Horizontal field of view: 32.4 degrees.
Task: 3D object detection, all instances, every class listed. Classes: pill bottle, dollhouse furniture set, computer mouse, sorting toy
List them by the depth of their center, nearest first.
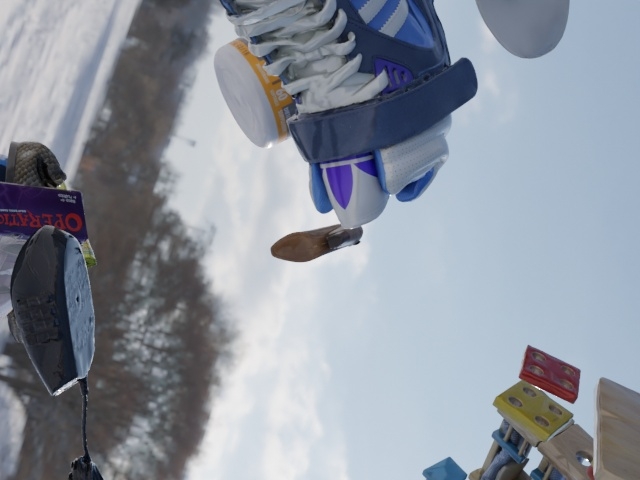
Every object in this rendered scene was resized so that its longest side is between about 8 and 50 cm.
[{"bbox_3d":[-0.172,0.107,0.737,0.071,0.041,0.242,-87,172,-76],"label":"computer mouse"},{"bbox_3d":[0.249,0.172,0.811,0.132,0.274,0.046,-60,174,-64],"label":"sorting toy"},{"bbox_3d":[0.201,0.274,1.199,0.129,0.183,0.129,44,-44,33],"label":"dollhouse furniture set"},{"bbox_3d":[-0.001,-0.261,1.598,0.278,0.162,0.162,-29,-175,-14],"label":"pill bottle"}]

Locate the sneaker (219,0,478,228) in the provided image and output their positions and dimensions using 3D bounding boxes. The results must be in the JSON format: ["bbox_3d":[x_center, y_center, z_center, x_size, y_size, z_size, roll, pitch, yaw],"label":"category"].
[{"bbox_3d":[0.009,-0.132,0.858,0.130,0.323,0.236,-10,-101,30],"label":"sneaker"}]

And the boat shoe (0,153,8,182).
[{"bbox_3d":[-0.497,-0.059,1.317,0.109,0.258,0.089,-72,164,-79],"label":"boat shoe"}]

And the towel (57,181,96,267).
[{"bbox_3d":[-0.366,-0.024,1.444,0.237,0.102,0.021,-127,-139,-53],"label":"towel"}]

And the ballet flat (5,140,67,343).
[{"bbox_3d":[-0.294,0.007,1.141,0.084,0.058,0.250,-102,-162,-55],"label":"ballet flat"}]

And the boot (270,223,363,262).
[{"bbox_3d":[0.000,0.000,1.493,0.087,0.118,0.042,-32,113,-72],"label":"boot"}]

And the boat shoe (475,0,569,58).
[{"bbox_3d":[0.214,-0.366,1.286,0.113,0.306,0.105,-21,-168,23],"label":"boat shoe"}]

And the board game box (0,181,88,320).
[{"bbox_3d":[-0.355,0.047,0.869,0.347,0.208,0.056,-36,-125,43],"label":"board game box"}]
